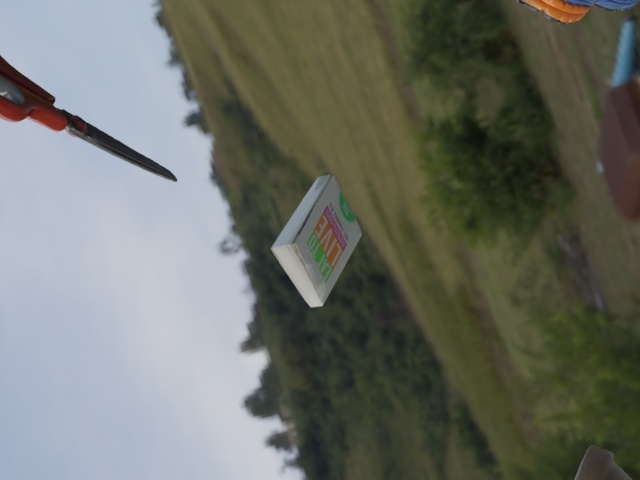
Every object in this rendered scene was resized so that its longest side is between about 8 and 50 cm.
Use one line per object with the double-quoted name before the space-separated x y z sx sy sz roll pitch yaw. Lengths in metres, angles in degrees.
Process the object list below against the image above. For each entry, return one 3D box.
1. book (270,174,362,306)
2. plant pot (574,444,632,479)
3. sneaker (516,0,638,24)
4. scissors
"book" 0.000 0.000 1.663 0.096 0.035 0.144 61 -143 -28
"plant pot" 0.327 0.369 1.591 0.237 0.109 0.237 -57 -21 -36
"sneaker" 0.242 -0.248 1.171 0.083 0.087 0.221 36 -146 15
"scissors" -0.205 -0.090 1.074 0.297 0.021 0.109 38 -166 -41
